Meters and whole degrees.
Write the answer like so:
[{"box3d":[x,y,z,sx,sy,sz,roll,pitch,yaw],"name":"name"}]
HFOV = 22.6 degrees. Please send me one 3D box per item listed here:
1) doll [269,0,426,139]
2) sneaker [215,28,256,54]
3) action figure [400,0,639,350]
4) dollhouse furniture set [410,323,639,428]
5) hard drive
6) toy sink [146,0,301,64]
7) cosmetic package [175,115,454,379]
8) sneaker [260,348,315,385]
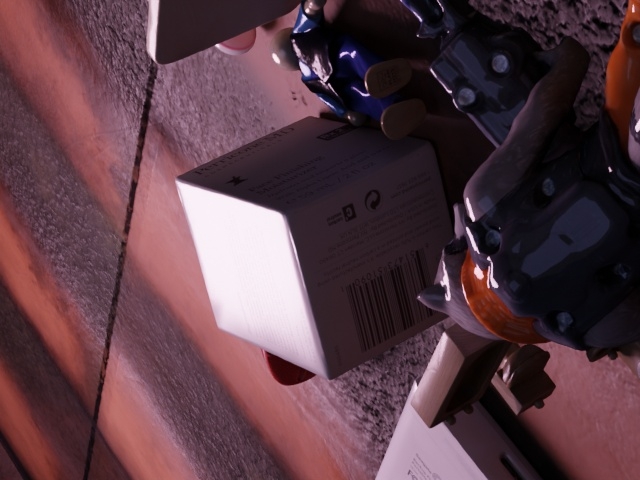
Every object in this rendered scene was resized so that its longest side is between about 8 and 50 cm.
[{"box3d":[0.014,-0.143,1.303,0.189,0.046,0.129,32,150,56],"name":"doll"},{"box3d":[-0.092,-0.232,1.410,0.134,0.051,0.070,66,159,5],"name":"sneaker"},{"box3d":[0.150,-0.069,0.954,0.341,0.178,0.330,43,130,11],"name":"action figure"},{"box3d":[0.171,0.096,1.115,0.123,0.151,0.144,53,154,21],"name":"dollhouse furniture set"},{"box3d":[0.133,0.298,1.482,0.233,0.047,0.353,51,150,24],"name":"hard drive"},{"box3d":[-0.096,-0.281,1.264,0.131,0.152,0.234,50,152,26],"name":"toy sink"},{"box3d":[0.000,0.000,1.338,0.183,0.151,0.151,18,129,54],"name":"cosmetic package"},{"box3d":[-0.044,0.020,1.540,0.128,0.087,0.221,37,132,56],"name":"sneaker"}]
